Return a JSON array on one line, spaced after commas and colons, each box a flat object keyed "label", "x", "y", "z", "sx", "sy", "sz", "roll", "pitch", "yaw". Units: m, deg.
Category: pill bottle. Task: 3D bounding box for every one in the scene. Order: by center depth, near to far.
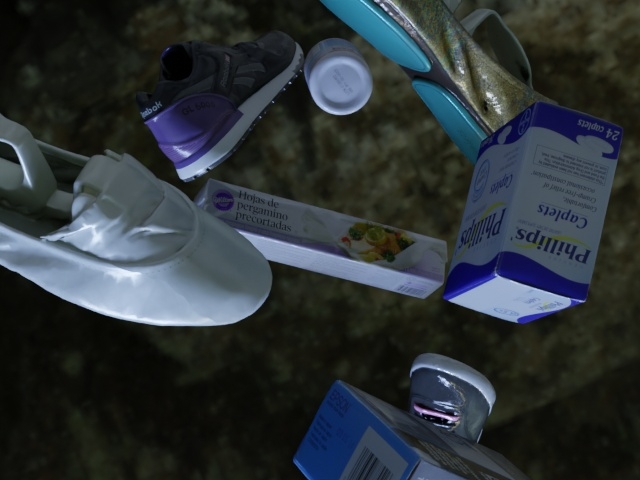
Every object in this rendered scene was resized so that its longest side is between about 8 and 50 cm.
[{"label": "pill bottle", "x": 0.022, "y": -0.230, "z": 2.143, "sx": 0.087, "sy": 0.087, "sz": 0.160, "roll": 56, "pitch": -174, "yaw": -16}]

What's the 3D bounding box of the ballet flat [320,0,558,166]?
[{"label": "ballet flat", "x": 0.114, "y": -0.190, "z": 1.459, "sx": 0.348, "sy": 0.123, "sz": 0.123, "roll": 43, "pitch": -145, "yaw": -37}]

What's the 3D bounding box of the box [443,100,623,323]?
[{"label": "box", "x": 0.156, "y": -0.018, "z": 1.162, "sx": 0.072, "sy": 0.126, "sz": 0.137, "roll": 17, "pitch": -104, "yaw": -9}]

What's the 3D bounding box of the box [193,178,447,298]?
[{"label": "box", "x": 0.000, "y": 0.000, "z": 1.939, "sx": 0.324, "sy": 0.067, "sz": 0.063, "roll": 14, "pitch": -117, "yaw": -16}]

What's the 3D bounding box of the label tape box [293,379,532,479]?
[{"label": "label tape box", "x": 0.165, "y": 0.279, "z": 1.566, "sx": 0.334, "sy": 0.105, "sz": 0.240, "roll": 27, "pitch": -177, "yaw": -22}]

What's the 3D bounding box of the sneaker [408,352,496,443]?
[{"label": "sneaker", "x": 0.139, "y": 0.250, "z": 1.891, "sx": 0.295, "sy": 0.105, "sz": 0.146, "roll": 83, "pitch": -152, "yaw": -60}]

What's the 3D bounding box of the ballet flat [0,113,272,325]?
[{"label": "ballet flat", "x": -0.233, "y": -0.036, "z": 1.346, "sx": 0.400, "sy": 0.139, "sz": 0.139, "roll": 20, "pitch": -149, "yaw": 9}]

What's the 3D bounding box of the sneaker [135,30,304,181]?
[{"label": "sneaker", "x": -0.113, "y": -0.194, "z": 1.781, "sx": 0.124, "sy": 0.107, "sz": 0.283, "roll": 52, "pitch": -144, "yaw": -16}]
